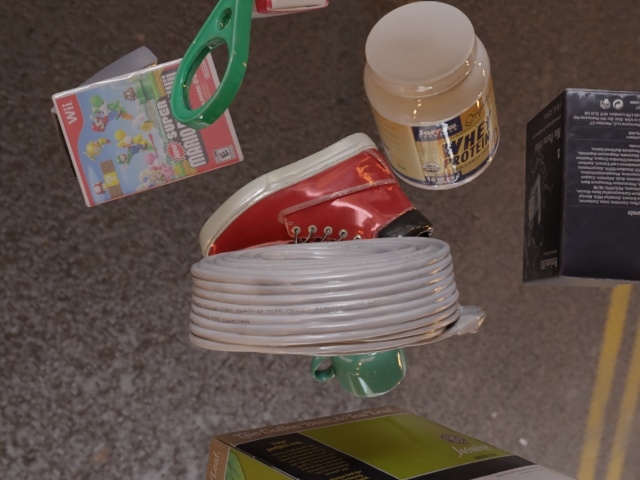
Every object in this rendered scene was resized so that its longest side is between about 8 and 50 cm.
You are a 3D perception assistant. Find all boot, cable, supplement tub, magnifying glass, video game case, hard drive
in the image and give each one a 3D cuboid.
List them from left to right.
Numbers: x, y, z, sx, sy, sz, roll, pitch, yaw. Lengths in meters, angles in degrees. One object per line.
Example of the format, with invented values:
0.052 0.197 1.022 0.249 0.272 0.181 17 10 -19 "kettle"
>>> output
-0.388 -0.240 1.993 0.255 0.054 0.172 -45 143 -37 "hard drive"
-0.300 -0.196 1.838 0.285 0.025 0.204 -18 92 -9 "video game case"
-0.083 -0.213 0.981 0.026 0.092 0.230 26 81 -37 "magnifying glass"
0.000 0.000 1.194 0.244 0.176 0.088 -28 160 -15 "boot"
0.003 0.050 0.995 0.257 0.257 0.089 -10 99 -56 "cable"
0.206 -0.264 1.947 0.228 0.228 0.316 -44 149 -12 "supplement tub"

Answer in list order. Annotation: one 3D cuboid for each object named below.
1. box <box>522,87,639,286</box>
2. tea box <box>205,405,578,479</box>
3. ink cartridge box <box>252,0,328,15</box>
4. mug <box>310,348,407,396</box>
0.237 -0.040 0.918 0.156 0.093 0.158 94 -2 -85 "box"
0.080 0.354 1.224 0.329 0.324 0.219 0 102 -45 "tea box"
-0.102 -0.548 2.035 0.131 0.306 0.226 -11 101 -20 "ink cartridge box"
0.070 0.201 1.829 0.158 0.129 0.097 -36 135 -20 "mug"
